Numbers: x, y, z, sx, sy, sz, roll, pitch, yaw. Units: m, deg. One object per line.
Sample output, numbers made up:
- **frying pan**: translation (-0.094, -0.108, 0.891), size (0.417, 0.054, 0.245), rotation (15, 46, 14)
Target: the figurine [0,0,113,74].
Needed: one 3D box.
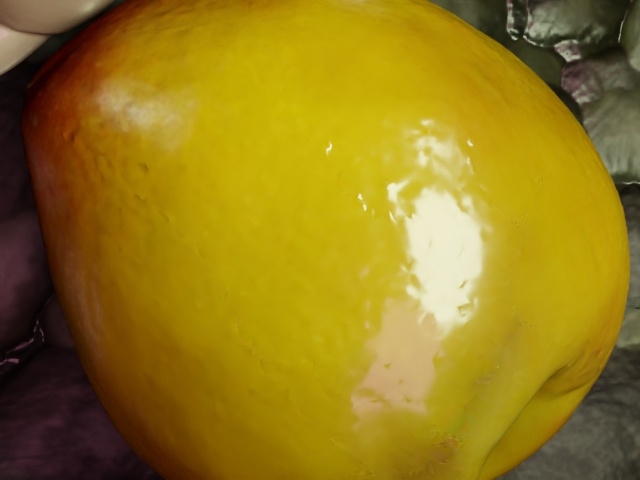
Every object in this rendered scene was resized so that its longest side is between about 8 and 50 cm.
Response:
- **figurine**: translation (-0.149, -0.164, 0.919), size (0.138, 0.125, 0.125), rotation (-40, 118, -20)

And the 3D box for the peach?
- **peach**: translation (0.002, -0.003, 0.950), size (0.289, 0.289, 0.308), rotation (-40, 79, -2)
